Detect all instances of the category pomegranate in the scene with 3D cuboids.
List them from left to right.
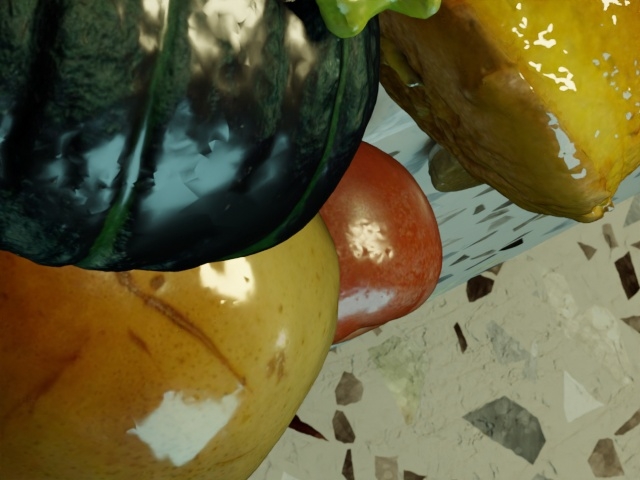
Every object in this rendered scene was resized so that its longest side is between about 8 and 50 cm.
[{"bbox_3d":[-0.145,0.030,0.915,0.319,0.319,0.319,-24,169,-5],"label":"pomegranate"}]

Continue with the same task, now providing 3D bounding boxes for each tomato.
[{"bbox_3d":[0.000,0.000,1.344,0.208,0.184,0.208,-23,176,-2],"label":"tomato"}]

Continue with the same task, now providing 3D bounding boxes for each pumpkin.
[{"bbox_3d":[-0.091,-0.115,0.577,0.248,0.248,0.248,-24,169,-5],"label":"pumpkin"}]

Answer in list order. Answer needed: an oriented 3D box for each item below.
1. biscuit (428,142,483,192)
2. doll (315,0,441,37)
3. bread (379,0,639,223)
[{"bbox_3d":[0.207,-0.114,1.631,0.208,0.049,0.181,-21,168,-22],"label":"biscuit"},{"bbox_3d":[0.050,-0.217,0.366,0.346,0.099,0.341,-46,152,4],"label":"doll"},{"bbox_3d":[0.111,-0.121,0.901,0.145,0.268,0.268,-42,169,-1],"label":"bread"}]
